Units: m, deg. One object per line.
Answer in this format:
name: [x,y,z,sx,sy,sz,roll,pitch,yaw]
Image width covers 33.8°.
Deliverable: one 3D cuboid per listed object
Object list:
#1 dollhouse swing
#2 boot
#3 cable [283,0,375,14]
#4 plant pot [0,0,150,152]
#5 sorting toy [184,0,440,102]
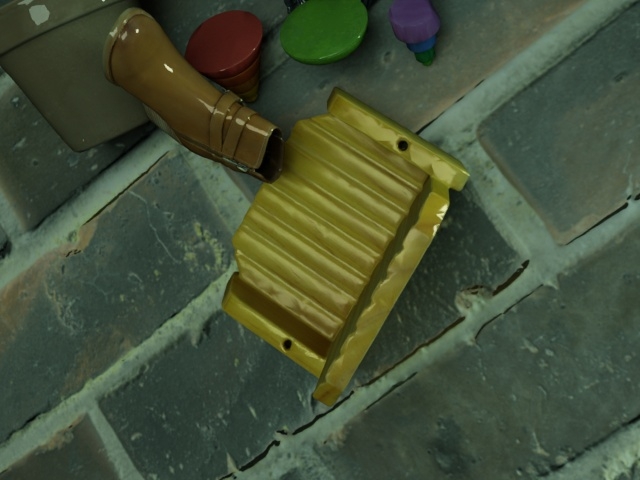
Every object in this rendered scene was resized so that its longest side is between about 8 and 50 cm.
dollhouse swing: [0.000,0.000,1.400,0.315,0.305,0.347,33,103,15]
boot: [-0.163,-0.182,1.413,0.220,0.283,0.109,31,71,19]
cable: [0.014,-0.406,1.515,0.150,0.047,0.184,1,92,20]
plant pot: [-0.346,-0.264,1.567,0.263,0.263,0.229,-21,103,19]
sorting toy: [-0.004,-0.260,1.502,0.365,0.126,0.127,-6,53,16]
